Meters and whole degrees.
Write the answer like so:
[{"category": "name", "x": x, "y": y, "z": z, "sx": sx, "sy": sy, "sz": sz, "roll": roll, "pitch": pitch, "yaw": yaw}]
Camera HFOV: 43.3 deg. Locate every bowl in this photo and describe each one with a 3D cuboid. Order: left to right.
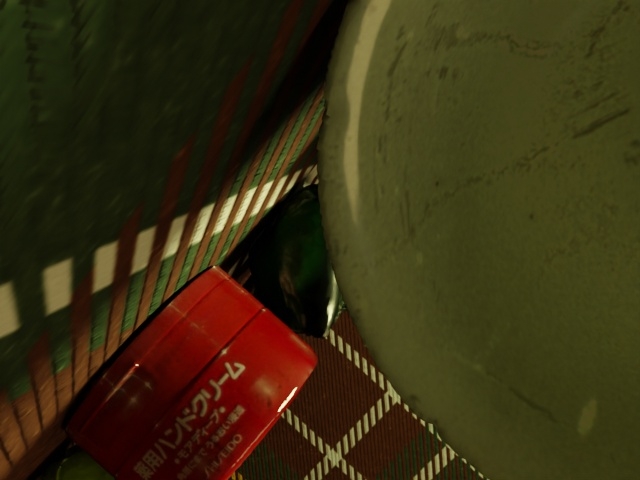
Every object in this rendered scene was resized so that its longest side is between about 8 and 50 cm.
[{"category": "bowl", "x": 0.230, "y": -0.050, "z": 0.435, "sx": 0.435, "sy": 0.435, "sz": 0.196, "roll": -51, "pitch": -179, "yaw": 32}]

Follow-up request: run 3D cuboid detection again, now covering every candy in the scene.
[{"category": "candy", "x": -0.229, "y": 0.253, "z": 0.778, "sx": 0.097, "sy": 0.097, "sz": 0.209, "roll": -46, "pitch": -179, "yaw": -33}]

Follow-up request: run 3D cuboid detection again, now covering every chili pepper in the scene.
[{"category": "chili pepper", "x": -0.020, "y": 0.032, "z": 0.828, "sx": 0.264, "sy": 0.116, "sz": 0.148, "roll": 49, "pitch": 45, "yaw": -79}]

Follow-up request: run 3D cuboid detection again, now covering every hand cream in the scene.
[{"category": "hand cream", "x": -0.104, "y": 0.129, "z": 0.677, "sx": 0.193, "sy": 0.125, "sz": 0.193, "roll": -51, "pitch": 178, "yaw": -2}]

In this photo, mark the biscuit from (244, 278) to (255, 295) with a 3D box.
[{"category": "biscuit", "x": 0.000, "y": 0.000, "z": 1.000, "sx": 0.252, "sy": 0.070, "sz": 0.106, "roll": -51, "pitch": 177, "yaw": 26}]
